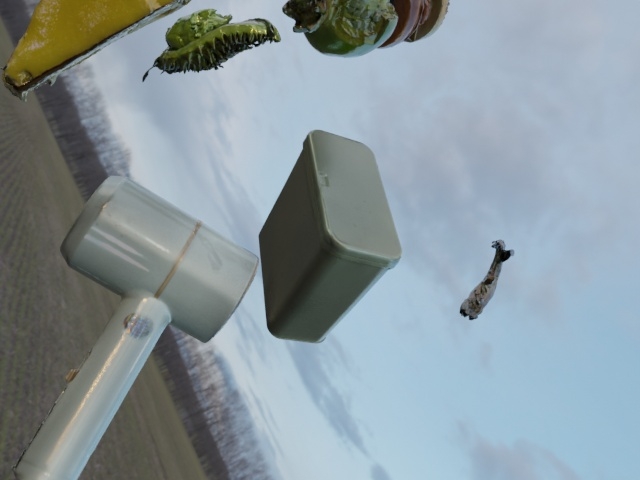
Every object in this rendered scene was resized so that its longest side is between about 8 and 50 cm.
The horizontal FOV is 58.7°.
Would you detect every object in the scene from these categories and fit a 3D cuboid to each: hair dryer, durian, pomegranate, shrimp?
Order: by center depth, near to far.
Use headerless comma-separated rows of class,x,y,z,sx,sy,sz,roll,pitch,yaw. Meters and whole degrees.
hair dryer,-0.203,0.115,0.509,0.173,0.357,0.107,32,-33,-13
durian,-0.244,-0.385,1.126,0.375,0.107,0.132,-1,-101,33
shrimp,0.341,0.078,1.153,0.046,0.219,0.152,25,-57,22
pomegranate,0.029,-0.491,1.189,0.236,0.302,0.235,23,-52,33

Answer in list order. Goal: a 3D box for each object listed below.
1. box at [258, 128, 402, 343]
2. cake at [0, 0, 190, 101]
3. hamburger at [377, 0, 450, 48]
box,0.000,0.000,1.276,0.343,0.178,0.351,123,-32,-41
cake,-0.164,-0.178,0.462,0.116,0.184,0.080,25,5,-16
hamburger,0.212,-0.678,1.575,0.291,0.225,0.290,34,-40,35
